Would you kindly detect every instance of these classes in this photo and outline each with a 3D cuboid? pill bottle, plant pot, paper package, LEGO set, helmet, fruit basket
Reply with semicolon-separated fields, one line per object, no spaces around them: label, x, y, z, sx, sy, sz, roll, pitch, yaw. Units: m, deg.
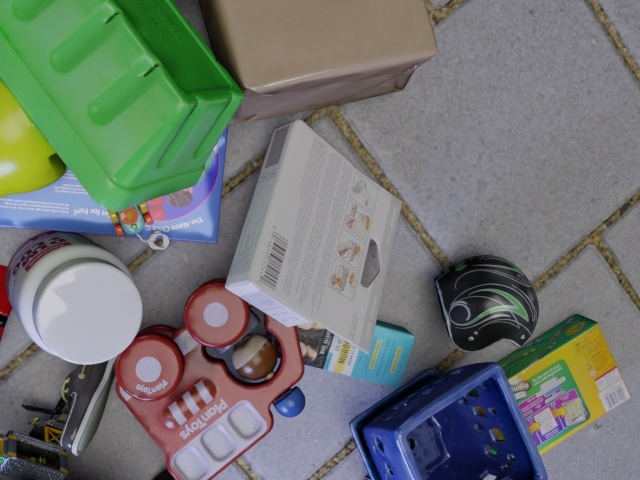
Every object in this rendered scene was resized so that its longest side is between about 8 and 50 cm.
pill bottle;-0.354;0.077;1.164;0.160;0.283;0.160;-4;98;-26
plant pot;0.195;0.347;1.351;0.236;0.212;0.236;-27;98;-27
paper package;-0.022;-0.372;1.216;0.310;0.168;0.324;-14;84;-13
LEGO set;-0.540;0.312;1.244;0.331;0.192;0.255;22;111;-29
helmet;0.289;0.108;1.397;0.162;0.169;0.169;-15;101;6
fruit basket;-0.348;-0.186;1.095;0.392;0.283;0.392;5;105;20

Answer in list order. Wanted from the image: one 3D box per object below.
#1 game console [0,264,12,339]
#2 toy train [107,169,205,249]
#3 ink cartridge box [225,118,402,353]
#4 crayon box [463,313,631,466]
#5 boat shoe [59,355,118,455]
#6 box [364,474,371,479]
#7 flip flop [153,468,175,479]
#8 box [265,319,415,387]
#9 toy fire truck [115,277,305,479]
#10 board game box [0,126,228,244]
game console;-0.556;0.097;1.271;0.144;0.085;0.124;20;124;-15
toy train;-0.249;-0.071;1.222;0.125;0.046;0.166;19;92;-15
ink cartridge box;0.000;0.000;1.292;0.261;0.066;0.296;36;56;-34
crayon box;0.406;0.278;1.487;0.278;0.081;0.165;-30;103;-8
boat shoe;-0.358;0.220;1.256;0.069;0.081;0.227;15;50;-2
box;0.162;0.453;1.463;0.116;0.029;0.162;-37;103;-26
flip flop;-0.213;0.403;1.355;0.080;0.112;0.277;37;83;-31
box;0.031;0.172;1.395;0.244;0.060;0.100;16;93;-15
toy fire truck;-0.158;0.208;1.277;0.302;0.169;0.254;-38;93;-5
board game box;-0.325;-0.126;1.262;0.347;0.078;0.233;5;96;-14
